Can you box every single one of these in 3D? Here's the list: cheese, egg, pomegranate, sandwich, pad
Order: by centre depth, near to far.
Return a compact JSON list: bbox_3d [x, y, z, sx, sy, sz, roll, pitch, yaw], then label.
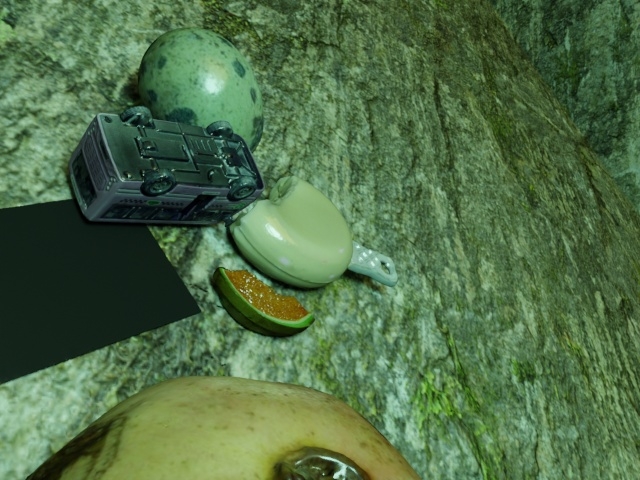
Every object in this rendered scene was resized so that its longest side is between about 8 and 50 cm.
[{"bbox_3d":[-0.055,0.236,0.436,0.322,0.322,0.322,30,36,-25],"label":"pomegranate"},{"bbox_3d":[-0.241,0.029,0.689,0.170,0.006,0.245,55,33,12],"label":"pad"},{"bbox_3d":[-0.066,0.075,0.819,0.135,0.029,0.067,29,31,-24],"label":"sandwich"},{"bbox_3d":[-0.145,-0.178,0.898,0.182,0.141,0.141,54,31,-8],"label":"egg"},{"bbox_3d":[0.004,0.016,0.926,0.248,0.071,0.163,37,33,-17],"label":"cheese"}]

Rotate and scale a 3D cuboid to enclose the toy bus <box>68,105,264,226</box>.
[{"bbox_3d":[-0.164,-0.071,0.788,0.198,0.108,0.096,1,58,-49],"label":"toy bus"}]
